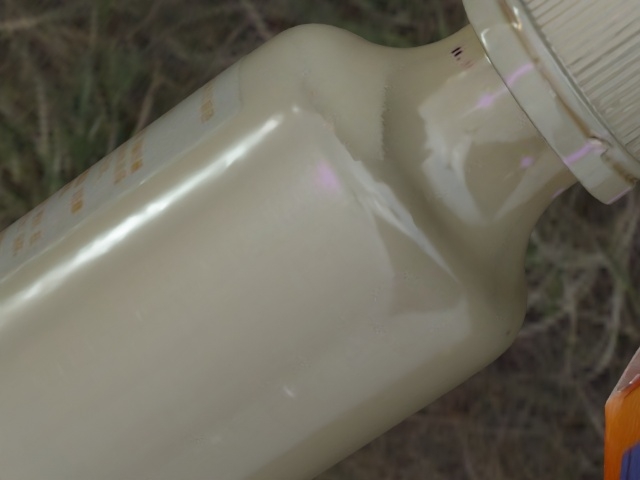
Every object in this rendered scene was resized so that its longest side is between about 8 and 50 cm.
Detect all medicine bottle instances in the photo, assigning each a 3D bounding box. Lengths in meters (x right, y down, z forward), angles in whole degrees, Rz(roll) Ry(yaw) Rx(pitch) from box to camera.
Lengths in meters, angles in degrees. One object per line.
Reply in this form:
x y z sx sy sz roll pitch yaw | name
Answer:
0.000 0.000 0.575 0.252 0.114 0.114 -35 105 17 | medicine bottle

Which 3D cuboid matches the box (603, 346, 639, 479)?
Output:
0.246 0.117 0.324 0.348 0.318 0.257 6 72 -5 | box
